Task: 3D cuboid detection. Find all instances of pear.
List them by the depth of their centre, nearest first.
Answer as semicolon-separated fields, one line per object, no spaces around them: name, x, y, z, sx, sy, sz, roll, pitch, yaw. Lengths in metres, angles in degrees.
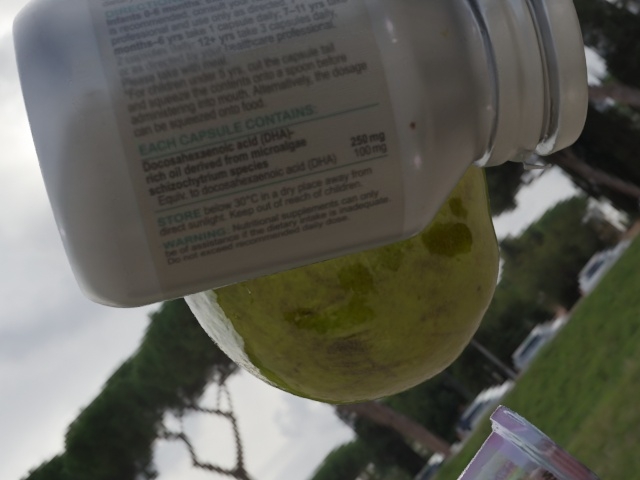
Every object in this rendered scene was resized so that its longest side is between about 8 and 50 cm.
pear;0.000;0.000;1.095;0.375;0.287;0.287;16;-67;-52

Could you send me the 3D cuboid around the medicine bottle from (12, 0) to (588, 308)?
medicine bottle;-0.006;-0.059;0.517;0.215;0.135;0.135;-15;-25;-6

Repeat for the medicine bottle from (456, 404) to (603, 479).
medicine bottle;0.041;0.317;0.866;0.426;0.108;0.108;-52;-17;-4
